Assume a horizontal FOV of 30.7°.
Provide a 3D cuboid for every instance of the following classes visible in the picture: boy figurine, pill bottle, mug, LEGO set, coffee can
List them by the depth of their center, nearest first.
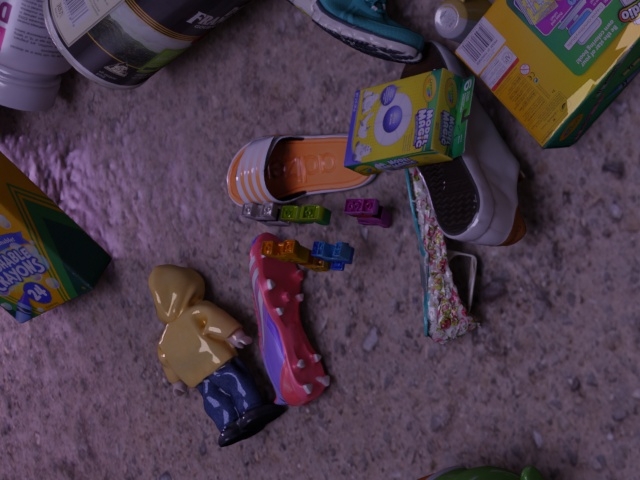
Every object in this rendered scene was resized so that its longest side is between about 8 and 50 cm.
[{"bbox_3d":[0.170,-0.276,1.417,0.062,0.064,0.078,1,96,39],"label":"mug"},{"bbox_3d":[0.000,0.000,1.578,0.227,0.093,0.087,1,73,39],"label":"LEGO set"},{"bbox_3d":[-0.228,-0.362,1.632,0.275,0.201,0.201,-28,78,37],"label":"coffee can"},{"bbox_3d":[-0.175,0.164,1.727,0.177,0.092,0.285,-45,68,33],"label":"boy figurine"},{"bbox_3d":[-0.449,-0.358,1.830,0.160,0.160,0.283,34,116,30],"label":"pill bottle"}]

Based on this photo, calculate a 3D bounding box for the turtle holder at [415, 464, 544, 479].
[{"bbox_3d":[0.191,0.422,1.412,0.320,0.243,0.227,44,148,-21],"label":"turtle holder"}]

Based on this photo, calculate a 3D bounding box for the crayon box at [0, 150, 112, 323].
[{"bbox_3d":[-0.521,-0.022,1.865,0.203,0.083,0.323,-24,119,38],"label":"crayon box"}]

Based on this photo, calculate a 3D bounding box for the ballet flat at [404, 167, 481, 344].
[{"bbox_3d":[0.156,0.010,1.467,0.077,0.091,0.241,-7,96,8],"label":"ballet flat"}]

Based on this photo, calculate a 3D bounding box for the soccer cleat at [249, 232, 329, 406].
[{"bbox_3d":[-0.063,0.114,1.643,0.095,0.083,0.248,-21,85,42],"label":"soccer cleat"}]

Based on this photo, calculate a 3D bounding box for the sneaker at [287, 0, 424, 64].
[{"bbox_3d":[0.038,-0.313,1.483,0.275,0.107,0.110,45,108,36],"label":"sneaker"}]

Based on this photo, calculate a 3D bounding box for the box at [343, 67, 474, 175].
[{"bbox_3d":[0.106,-0.140,1.387,0.179,0.043,0.105,-7,69,48],"label":"box"}]

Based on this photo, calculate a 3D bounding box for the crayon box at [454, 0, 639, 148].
[{"bbox_3d":[0.300,-0.258,1.306,0.165,0.081,0.278,52,123,21],"label":"crayon box"}]

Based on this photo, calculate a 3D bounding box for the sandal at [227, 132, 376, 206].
[{"bbox_3d":[-0.045,-0.102,1.600,0.265,0.076,0.102,-8,90,39],"label":"sandal"}]

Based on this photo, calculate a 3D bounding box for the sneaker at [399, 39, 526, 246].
[{"bbox_3d":[0.174,-0.112,1.424,0.106,0.123,0.290,-37,51,37],"label":"sneaker"}]
